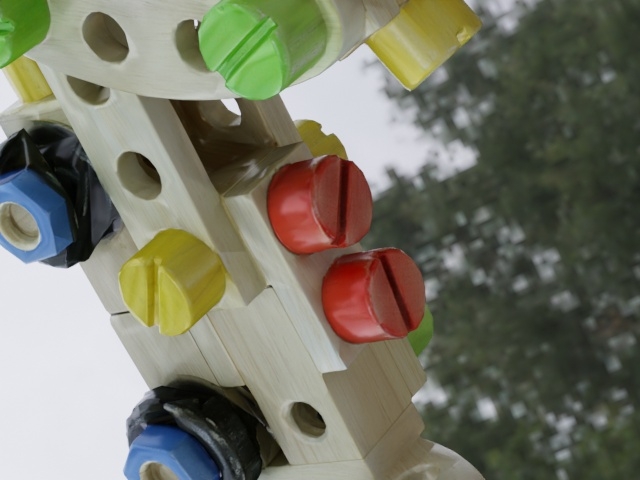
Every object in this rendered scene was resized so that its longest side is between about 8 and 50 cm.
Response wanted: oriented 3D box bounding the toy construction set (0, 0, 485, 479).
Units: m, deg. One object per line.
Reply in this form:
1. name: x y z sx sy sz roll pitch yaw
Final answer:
1. toy construction set: 0.000 0.000 0.571 0.151 0.215 0.328 -25 -80 -48
